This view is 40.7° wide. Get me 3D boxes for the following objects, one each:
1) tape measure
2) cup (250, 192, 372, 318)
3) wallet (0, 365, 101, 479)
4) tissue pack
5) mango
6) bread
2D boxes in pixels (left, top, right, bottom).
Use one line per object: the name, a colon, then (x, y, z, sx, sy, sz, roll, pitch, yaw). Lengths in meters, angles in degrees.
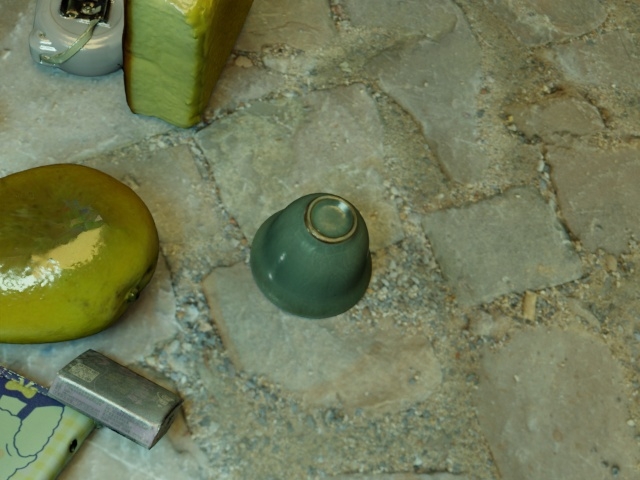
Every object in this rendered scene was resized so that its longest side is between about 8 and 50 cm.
tape measure: (-0.387, -0.369, 1.432, 0.178, 0.105, 0.196, 1, 63, -14)
cup: (0.000, 0.000, 1.312, 0.199, 0.150, 0.199, 5, 62, -10)
wallet: (-0.449, 0.289, 1.069, 0.223, 0.077, 0.309, 23, 41, 7)
tissue pack: (-0.272, 0.212, 1.163, 0.156, 0.112, 0.051, 27, 101, 3)
mango: (-0.406, 0.018, 1.188, 0.365, 0.182, 0.253, -2, 65, -15)
bread: (-0.198, -0.388, 1.363, 0.143, 0.323, 0.333, 20, 60, -2)
